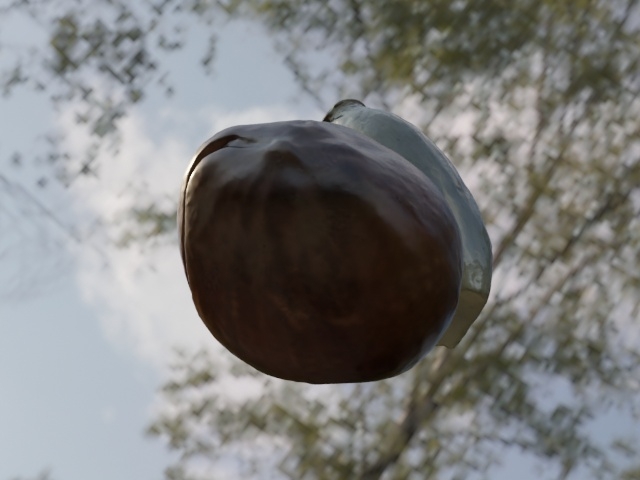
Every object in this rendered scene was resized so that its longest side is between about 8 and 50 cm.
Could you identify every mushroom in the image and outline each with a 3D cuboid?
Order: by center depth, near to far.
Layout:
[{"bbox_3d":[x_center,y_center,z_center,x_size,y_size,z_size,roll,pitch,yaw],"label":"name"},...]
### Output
[{"bbox_3d":[0.076,-0.039,1.572,0.118,0.103,0.270,-52,-135,37],"label":"mushroom"}]

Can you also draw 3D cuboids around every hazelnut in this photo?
[{"bbox_3d":[0.000,0.000,0.893,0.154,0.143,0.143,23,-38,37],"label":"hazelnut"}]
